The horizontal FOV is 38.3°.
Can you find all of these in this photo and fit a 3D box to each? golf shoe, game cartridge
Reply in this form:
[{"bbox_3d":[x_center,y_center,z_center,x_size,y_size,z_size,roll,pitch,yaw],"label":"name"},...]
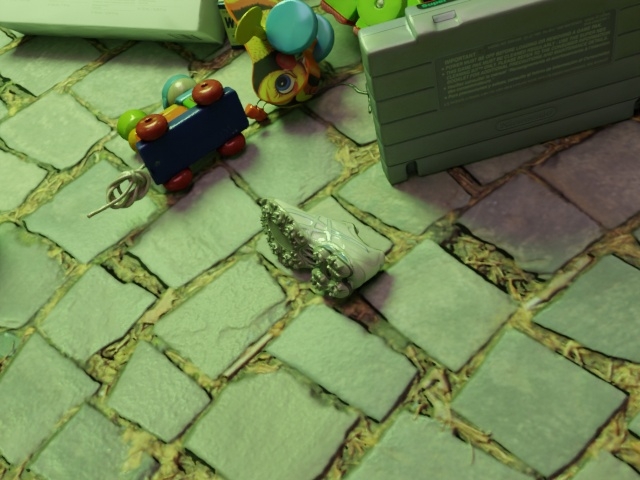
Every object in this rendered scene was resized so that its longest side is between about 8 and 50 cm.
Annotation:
[{"bbox_3d":[0.000,0.000,1.077,0.086,0.069,0.176,-23,48,-33],"label":"golf shoe"},{"bbox_3d":[0.230,-0.201,1.067,0.355,0.230,0.068,-15,47,0],"label":"game cartridge"}]

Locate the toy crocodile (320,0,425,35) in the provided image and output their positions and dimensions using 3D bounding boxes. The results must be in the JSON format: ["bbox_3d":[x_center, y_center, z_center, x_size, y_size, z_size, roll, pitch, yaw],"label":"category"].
[{"bbox_3d":[0.038,-0.347,1.275,0.340,0.115,0.105,45,110,14],"label":"toy crocodile"}]

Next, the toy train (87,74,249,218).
[{"bbox_3d":[-0.231,-0.130,1.218,0.248,0.105,0.143,-36,40,-16],"label":"toy train"}]

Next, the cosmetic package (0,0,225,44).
[{"bbox_3d":[-0.316,-0.459,1.425,0.377,0.097,0.284,8,92,20],"label":"cosmetic package"}]

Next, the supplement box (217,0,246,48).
[{"bbox_3d":[-0.109,-0.346,1.377,0.056,0.083,0.083,-1,50,14],"label":"supplement box"}]

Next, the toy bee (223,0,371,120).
[{"bbox_3d":[-0.058,-0.246,1.231,0.162,0.195,0.298,-38,58,13],"label":"toy bee"}]
